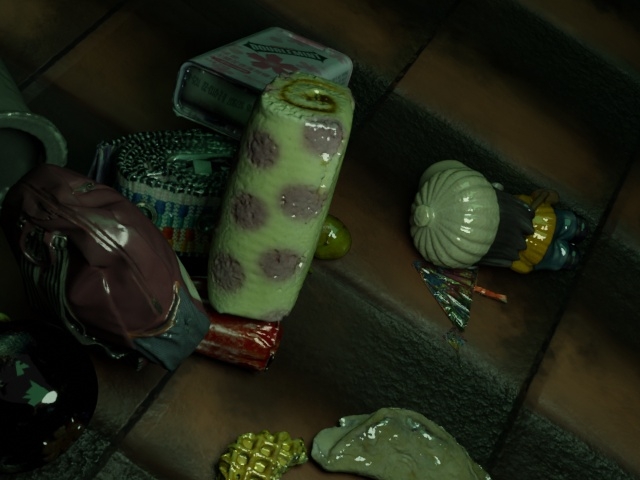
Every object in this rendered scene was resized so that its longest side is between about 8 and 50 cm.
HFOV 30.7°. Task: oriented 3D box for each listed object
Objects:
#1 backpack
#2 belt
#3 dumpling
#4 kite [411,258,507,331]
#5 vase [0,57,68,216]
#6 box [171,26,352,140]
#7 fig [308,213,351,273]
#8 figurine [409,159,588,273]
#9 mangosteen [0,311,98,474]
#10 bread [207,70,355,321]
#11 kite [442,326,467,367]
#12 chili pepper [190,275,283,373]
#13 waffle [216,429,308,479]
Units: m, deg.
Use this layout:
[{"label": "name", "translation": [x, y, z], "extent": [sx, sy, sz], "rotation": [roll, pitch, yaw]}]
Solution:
[{"label": "backpack", "translation": [-0.312, 0.033, 1.609], "extent": [0.283, 0.317, 0.197], "rotation": [30, 73, 27]}, {"label": "belt", "translation": [-0.214, -0.065, 1.867], "extent": [0.295, 0.160, 0.207], "rotation": [-7, 40, -33]}, {"label": "dumpling", "translation": [0.153, 0.319, 1.803], "extent": [0.332, 0.086, 0.166], "rotation": [22, 51, -14]}, {"label": "kite", "translation": [0.251, 0.069, 2.088], "extent": [0.189, 0.009, 0.232], "rotation": [23, 47, -7]}, {"label": "vase", "translation": [-0.547, -0.204, 1.785], "extent": [0.245, 0.245, 0.291], "rotation": [-10, 54, -31]}, {"label": "box", "translation": [-0.095, -0.272, 2.033], "extent": [0.190, 0.112, 0.370], "rotation": [24, 27, 15]}, {"label": "fig", "translation": [0.000, 0.000, 1.984], "extent": [0.098, 0.082, 0.084], "rotation": [-34, 109, -24]}, {"label": "figurine", "translation": [0.319, -0.026, 2.070], "extent": [0.332, 0.185, 0.204], "rotation": [13, 7, -7]}, {"label": "mangosteen", "translation": [-0.412, 0.196, 1.544], "extent": [0.243, 0.243, 0.243], "rotation": [13, 50, -16]}, {"label": "bread", "translation": [-0.063, -0.062, 1.700], "extent": [0.155, 0.338, 0.187], "rotation": [16, 25, -1]}, {"label": "kite", "translation": [0.238, 0.182, 2.001], "extent": [0.044, 0.002, 0.078], "rotation": [-11, 59, -32]}, {"label": "chili pepper", "translation": [-0.181, 0.107, 1.794], "extent": [0.253, 0.136, 0.144], "rotation": [15, 79, -4]}, {"label": "waffle", "translation": [-0.072, 0.361, 1.681], "extent": [0.149, 0.051, 0.194], "rotation": [0, 55, -24]}]
